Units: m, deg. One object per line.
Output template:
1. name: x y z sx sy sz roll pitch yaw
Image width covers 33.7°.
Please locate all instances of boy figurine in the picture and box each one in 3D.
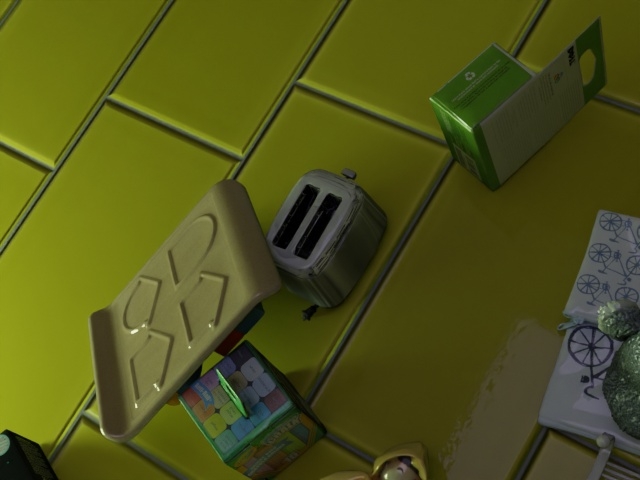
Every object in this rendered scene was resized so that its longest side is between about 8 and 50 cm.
1. boy figurine: 0.054 0.395 1.456 0.285 0.092 0.177 -43 83 -1

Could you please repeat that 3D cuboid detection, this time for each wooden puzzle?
1. wooden puzzle: -0.205 0.106 1.616 0.348 0.080 0.322 -43 34 13

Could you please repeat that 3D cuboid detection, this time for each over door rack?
1. over door rack: 0.400 0.427 1.316 0.239 0.108 0.324 21 77 27

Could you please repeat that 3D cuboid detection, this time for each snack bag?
1. snack bag: 0.485 0.144 1.451 0.323 0.037 0.342 17 76 26

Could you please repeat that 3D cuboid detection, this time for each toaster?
1. toaster: 0.000 0.000 1.629 0.129 0.146 0.227 25 77 28

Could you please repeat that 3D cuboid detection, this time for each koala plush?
1. koala plush: 0.438 0.152 1.321 0.196 0.221 0.203 41 89 27

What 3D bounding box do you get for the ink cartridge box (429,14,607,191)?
1. ink cartridge box: 0.307 -0.225 1.602 0.255 0.189 0.097 -42 59 -5

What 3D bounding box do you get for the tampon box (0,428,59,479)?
1. tampon box: -0.475 0.398 1.636 0.120 0.101 0.161 -39 60 -2

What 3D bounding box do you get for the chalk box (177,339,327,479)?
1. chalk box: -0.103 0.244 1.514 0.132 0.213 0.132 -39 60 -1

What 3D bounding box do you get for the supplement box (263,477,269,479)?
1. supplement box: -0.066 0.389 1.520 0.083 0.043 0.055 42 85 7
